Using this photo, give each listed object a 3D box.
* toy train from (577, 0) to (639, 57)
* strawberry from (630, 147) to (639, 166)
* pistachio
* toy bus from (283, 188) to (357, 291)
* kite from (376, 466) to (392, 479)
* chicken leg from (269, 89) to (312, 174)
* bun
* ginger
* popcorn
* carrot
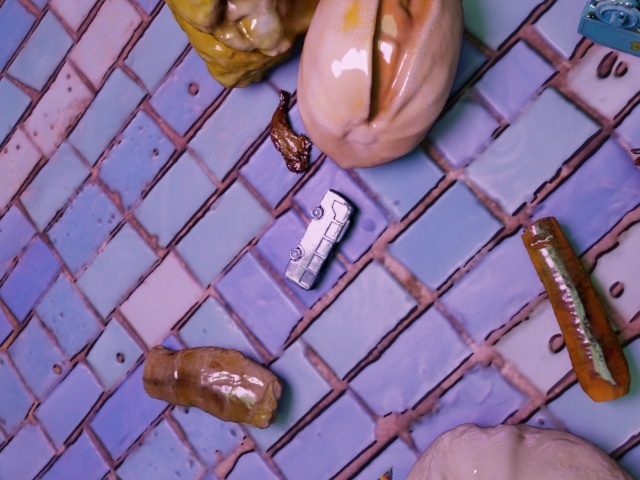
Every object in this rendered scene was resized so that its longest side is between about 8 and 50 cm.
[{"bbox_3d":[0.426,-0.293,0.733,0.198,0.154,0.107,26,95,18],"label":"toy train"},{"bbox_3d":[0.508,-0.078,0.710,0.167,0.087,0.208,-38,52,-3],"label":"strawberry"},{"bbox_3d":[0.080,-0.253,0.836,0.230,0.230,0.308,13,91,20],"label":"pistachio"},{"bbox_3d":[0.000,0.000,0.944,0.065,0.047,0.165,31,101,13],"label":"toy bus"},{"bbox_3d":[0.099,0.420,0.923,0.090,0.004,0.122,-10,86,20],"label":"kite"},{"bbox_3d":[-0.055,-0.181,0.973,0.062,0.037,0.145,-23,82,-4],"label":"chicken leg"},{"bbox_3d":[0.268,0.421,0.748,0.365,0.219,0.364,1,92,23],"label":"bun"},{"bbox_3d":[-0.182,0.236,0.979,0.263,0.116,0.109,7,51,25],"label":"ginger"},{"bbox_3d":[-0.114,-0.422,0.864,0.294,0.292,0.333,0,82,28],"label":"popcorn"},{"bbox_3d":[0.349,0.092,0.803,0.070,0.070,0.260,-24,80,18],"label":"carrot"}]
